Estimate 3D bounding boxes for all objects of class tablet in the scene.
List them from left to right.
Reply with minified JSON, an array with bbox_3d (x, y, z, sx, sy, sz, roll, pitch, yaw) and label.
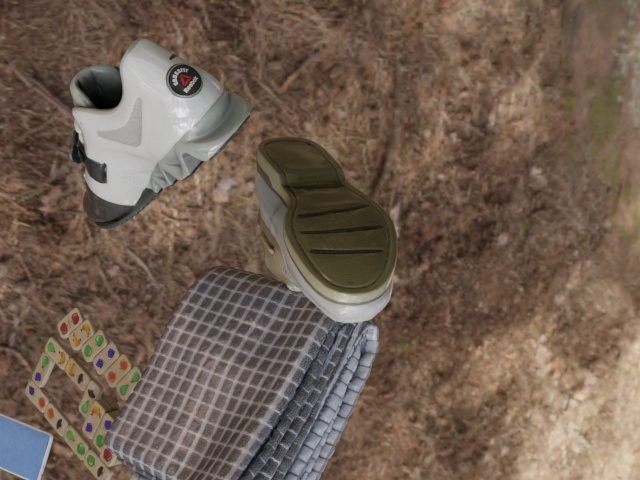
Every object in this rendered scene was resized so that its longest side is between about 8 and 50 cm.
[{"bbox_3d":[-0.326,0.221,0.904,0.006,0.083,0.054,27,79,-67],"label":"tablet"}]

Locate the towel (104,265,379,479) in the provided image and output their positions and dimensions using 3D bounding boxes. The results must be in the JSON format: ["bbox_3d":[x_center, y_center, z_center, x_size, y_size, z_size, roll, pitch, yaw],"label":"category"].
[{"bbox_3d":[-0.094,0.172,0.967,0.283,0.235,0.121,-60,140,-23],"label":"towel"}]

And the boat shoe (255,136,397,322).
[{"bbox_3d":[0.000,0.000,0.874,0.113,0.302,0.103,-2,122,-14],"label":"boat shoe"}]

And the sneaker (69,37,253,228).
[{"bbox_3d":[-0.204,-0.117,0.897,0.146,0.330,0.122,41,56,-16],"label":"sneaker"}]

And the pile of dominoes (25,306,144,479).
[{"bbox_3d":[-0.364,0.232,1.289,0.040,0.251,0.196,3,119,-55],"label":"pile of dominoes"}]
